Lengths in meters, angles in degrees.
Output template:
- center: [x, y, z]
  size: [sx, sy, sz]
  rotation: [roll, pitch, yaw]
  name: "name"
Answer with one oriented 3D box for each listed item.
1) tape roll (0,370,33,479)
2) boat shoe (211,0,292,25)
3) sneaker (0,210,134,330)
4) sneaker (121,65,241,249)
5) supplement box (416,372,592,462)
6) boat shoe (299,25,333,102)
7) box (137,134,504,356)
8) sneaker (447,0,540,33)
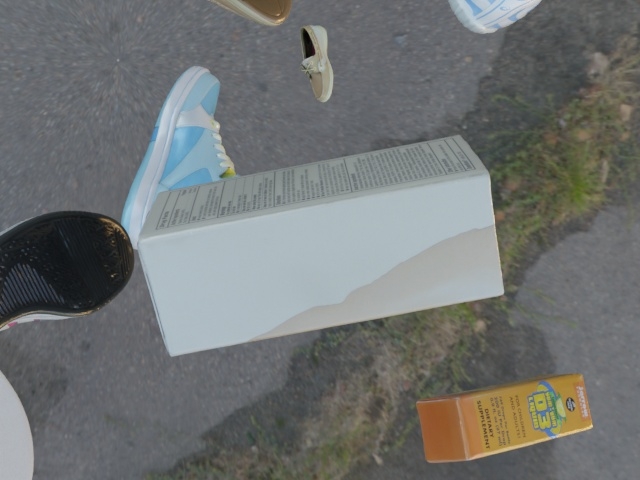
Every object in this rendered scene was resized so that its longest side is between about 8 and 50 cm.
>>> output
- center: [-0.530, 0.252, 1.048]
  size: [0.392, 0.392, 0.072]
  rotation: [28, 129, -16]
  name: "tape roll"
- center: [-0.199, -0.458, 1.478]
  size: [0.341, 0.110, 0.121]
  rotation: [35, 60, -20]
  name: "boat shoe"
- center: [-0.335, 0.051, 0.872]
  size: [0.295, 0.178, 0.123]
  rotation: [-23, 104, -52]
  name: "sneaker"
- center: [-0.155, -0.107, 1.375]
  size: [0.208, 0.127, 0.319]
  rotation: [15, 66, 1]
  name: "sneaker"
- center: [0.230, 0.214, 1.124]
  size: [0.233, 0.080, 0.078]
  rotation: [-3, 79, -39]
  name: "supplement box"
- center: [-0.012, -0.300, 1.550]
  size: [0.045, 0.050, 0.135]
  rotation: [0, 75, -35]
  name: "boat shoe"
- center: [0.000, 0.000, 0.860]
  size: [0.311, 0.148, 0.121]
  rotation: [-10, 111, 3]
  name: "box"
- center: [0.131, -0.250, 0.687]
  size: [0.086, 0.237, 0.085]
  rotation: [-27, 136, 29]
  name: "sneaker"
